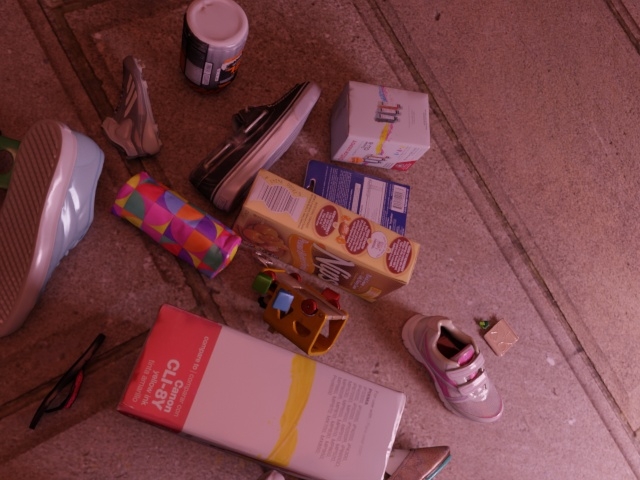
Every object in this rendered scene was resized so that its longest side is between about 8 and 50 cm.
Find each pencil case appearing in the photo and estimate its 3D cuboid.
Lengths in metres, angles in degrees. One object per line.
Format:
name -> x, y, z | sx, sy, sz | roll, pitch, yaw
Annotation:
pencil case -> -0.260, -0.028, 1.085 | 0.236, 0.104, 0.104 | 34, 68, -2

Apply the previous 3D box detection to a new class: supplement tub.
supplement tub -> -0.208, -0.366, 1.147 | 0.117, 0.190, 0.117 | 4, 74, -15

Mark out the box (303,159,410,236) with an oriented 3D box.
box -> 0.068, -0.075, 1.225 | 0.225, 0.036, 0.136 | 15, 70, -13

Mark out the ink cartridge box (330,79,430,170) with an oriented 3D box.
ink cartridge box -> 0.119, -0.233, 1.238 | 0.176, 0.128, 0.127 | 6, 73, -14

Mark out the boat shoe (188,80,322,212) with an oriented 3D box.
boat shoe -> -0.123, -0.209, 1.163 | 0.119, 0.121, 0.335 | 37, 66, 0

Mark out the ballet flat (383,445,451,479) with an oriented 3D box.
ballet flat -> 0.095, 0.439, 1.051 | 0.316, 0.107, 0.106 | -36, 73, -23

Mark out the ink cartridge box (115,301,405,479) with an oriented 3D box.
ink cartridge box -> -0.102, 0.260, 0.944 | 0.385, 0.279, 0.160 | 22, 68, -9

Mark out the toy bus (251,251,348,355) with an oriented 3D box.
toy bus -> -0.055, 0.125, 1.090 | 0.191, 0.202, 0.104 | 25, 99, -15

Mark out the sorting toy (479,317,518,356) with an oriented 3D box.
sorting toy -> 0.367, 0.191, 1.248 | 0.062, 0.012, 0.083 | -37, 90, -18

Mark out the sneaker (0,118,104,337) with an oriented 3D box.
sneaker -> -0.450, -0.008, 1.006 | 0.135, 0.150, 0.366 | 22, 91, 27

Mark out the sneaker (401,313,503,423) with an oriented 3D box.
sneaker -> 0.264, 0.246, 1.148 | 0.103, 0.111, 0.252 | -41, 89, -23

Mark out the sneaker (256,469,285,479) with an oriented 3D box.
sneaker -> -0.075, 0.443, 0.831 | 0.115, 0.090, 0.232 | 23, 57, -12

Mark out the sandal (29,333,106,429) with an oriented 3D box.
sandal -> -0.404, 0.234, 0.982 | 0.040, 0.067, 0.179 | 42, 64, -14

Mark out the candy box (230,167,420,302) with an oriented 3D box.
candy box -> 0.000, 0.000, 1.104 | 0.316, 0.183, 0.087 | 26, 69, -8

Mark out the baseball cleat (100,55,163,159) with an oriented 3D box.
baseball cleat -> -0.368, -0.253, 1.132 | 0.109, 0.072, 0.206 | -16, 75, -13

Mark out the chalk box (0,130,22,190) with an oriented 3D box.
chalk box -> -0.633, -0.149, 0.963 | 0.289, 0.179, 0.180 | 8, 73, -14
